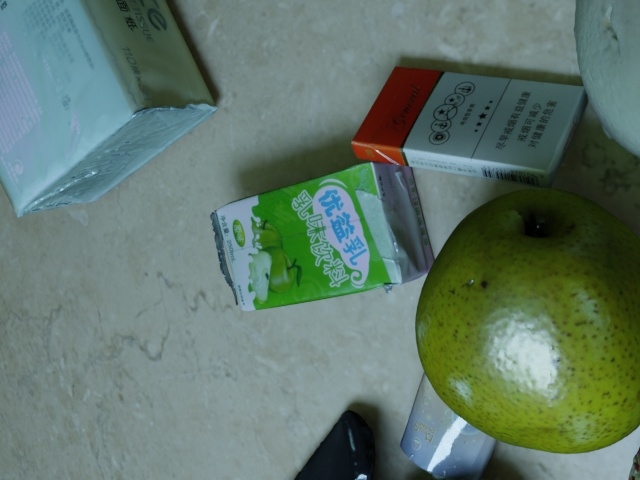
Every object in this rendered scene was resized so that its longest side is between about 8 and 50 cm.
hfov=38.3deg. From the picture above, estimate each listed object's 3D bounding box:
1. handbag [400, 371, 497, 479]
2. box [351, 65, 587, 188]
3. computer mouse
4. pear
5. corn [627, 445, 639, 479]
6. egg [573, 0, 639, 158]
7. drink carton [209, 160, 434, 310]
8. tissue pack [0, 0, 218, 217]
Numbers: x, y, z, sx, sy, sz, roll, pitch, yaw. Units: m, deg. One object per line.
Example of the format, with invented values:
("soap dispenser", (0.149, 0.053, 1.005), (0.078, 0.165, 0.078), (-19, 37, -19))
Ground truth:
("handbag", (0.170, 0.227, 1.156), (0.117, 0.095, 0.173), (25, 108, 28))
("box", (0.170, -0.136, 1.072), (0.245, 0.139, 0.035), (11, 148, 30))
("computer mouse", (0.013, 0.376, 1.256), (0.087, 0.168, 0.295), (25, 110, -16))
("pear", (0.235, 0.082, 0.978), (0.294, 0.294, 0.294), (7, 102, 32))
("corn", (0.412, 0.186, 0.995), (0.086, 0.086, 0.253), (28, 112, 26))
("egg", (0.384, -0.197, 0.877), (0.337, 0.201, 0.337), (10, 108, 32))
("drink carton", (0.000, 0.000, 1.214), (0.271, 0.108, 0.161), (-14, 91, 34))
("tissue pack", (-0.379, -0.287, 1.349), (0.332, 0.205, 0.405), (-30, 82, 33))
